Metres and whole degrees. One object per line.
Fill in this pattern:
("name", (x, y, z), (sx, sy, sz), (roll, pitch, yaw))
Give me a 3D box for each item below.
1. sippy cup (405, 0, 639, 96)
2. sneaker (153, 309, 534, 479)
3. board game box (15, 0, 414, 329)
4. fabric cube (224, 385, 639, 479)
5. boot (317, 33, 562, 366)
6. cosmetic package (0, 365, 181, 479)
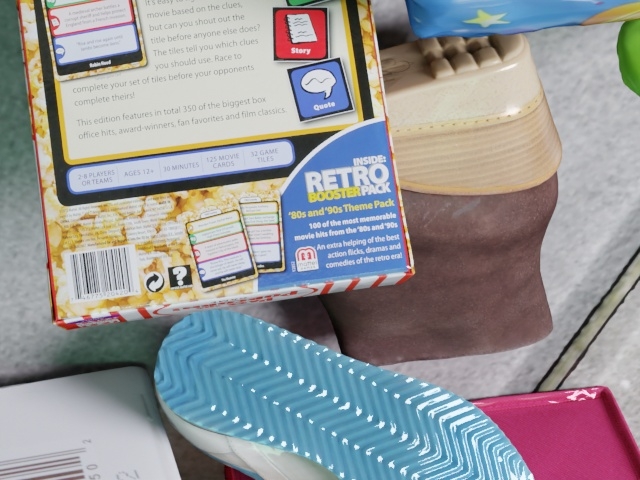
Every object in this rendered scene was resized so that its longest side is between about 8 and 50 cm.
("sippy cup", (0.120, -0.178, 0.484), (0.224, 0.240, 0.305), (-13, 107, 14))
("sneaker", (0.016, 0.111, 0.741), (0.228, 0.087, 0.092), (30, 164, 0))
("board game box", (-0.048, -0.069, 0.562), (0.147, 0.193, 0.045), (-7, 173, -4))
("fabric cube", (0.076, 0.276, 0.820), (0.259, 0.254, 0.258), (-4, 131, -7))
("boot", (0.000, 0.000, 0.683), (0.248, 0.090, 0.207), (-9, 134, 1))
("cosmetic package", (-0.161, 0.321, 0.816), (0.161, 0.230, 0.453), (-8, 132, -19))
